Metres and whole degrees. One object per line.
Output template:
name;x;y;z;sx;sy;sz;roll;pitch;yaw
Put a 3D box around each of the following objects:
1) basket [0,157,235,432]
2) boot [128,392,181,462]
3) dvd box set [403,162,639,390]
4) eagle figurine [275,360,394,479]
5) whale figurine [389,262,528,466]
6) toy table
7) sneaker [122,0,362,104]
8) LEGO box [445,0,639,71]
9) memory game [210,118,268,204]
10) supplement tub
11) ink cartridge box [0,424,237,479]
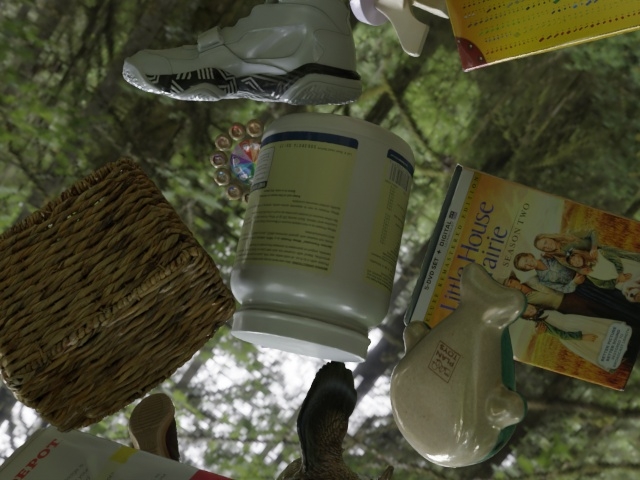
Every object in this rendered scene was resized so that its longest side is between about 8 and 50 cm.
basket;-0.294;0.077;1.224;0.223;0.299;0.213;47;169;33
boot;-0.304;0.439;1.754;0.248;0.090;0.207;-106;5;-61
dvd box set;0.394;0.068;1.619;0.420;0.307;0.062;17;-171;-7
eagle figurine;0.005;0.366;1.477;0.225;0.226;0.298;58;-179;-34
whale figurine;0.204;0.167;1.207;0.141;0.272;0.216;1;-156;-41
toy table;0.183;-0.541;1.961;0.161;0.252;0.274;22;-160;20
sneaker;-0.115;-0.318;1.384;0.366;0.210;0.137;2;-169;-3
LEGO box;0.486;-0.420;1.342;0.372;0.193;0.500;-23;-168;-37
memory game;-0.138;-0.159;1.872;0.186;0.186;0.012;35;-159;-2
supplement tub;0.000;0.000;1.336;0.235;0.324;0.235;11;167;3
ink cartridge box;-0.301;0.425;1.211;0.385;0.160;0.279;8;-143;34
